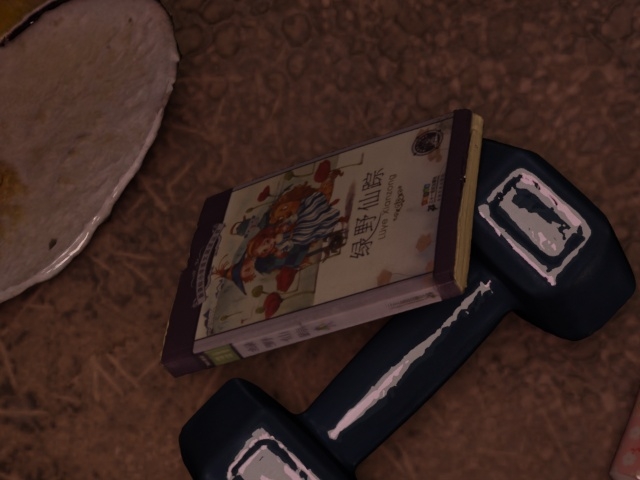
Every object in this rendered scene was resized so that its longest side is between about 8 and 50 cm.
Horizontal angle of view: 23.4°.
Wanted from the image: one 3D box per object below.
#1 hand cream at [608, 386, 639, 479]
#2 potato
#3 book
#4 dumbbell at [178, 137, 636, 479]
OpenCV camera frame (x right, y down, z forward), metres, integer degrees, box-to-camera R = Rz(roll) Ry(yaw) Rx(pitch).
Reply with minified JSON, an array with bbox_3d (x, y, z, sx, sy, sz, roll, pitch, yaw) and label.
[{"bbox_3d":[0.257,0.098,1.089,0.067,0.043,0.210,23,76,13],"label":"hand cream"},{"bbox_3d":[-0.262,-0.095,1.076,0.196,0.246,0.300,39,81,29],"label":"potato"},{"bbox_3d":[-0.001,-0.001,1.043,0.231,0.026,0.157,-18,41,29],"label":"book"},{"bbox_3d":[0.059,0.083,1.052,0.325,0.160,0.144,-44,111,-5],"label":"dumbbell"}]
